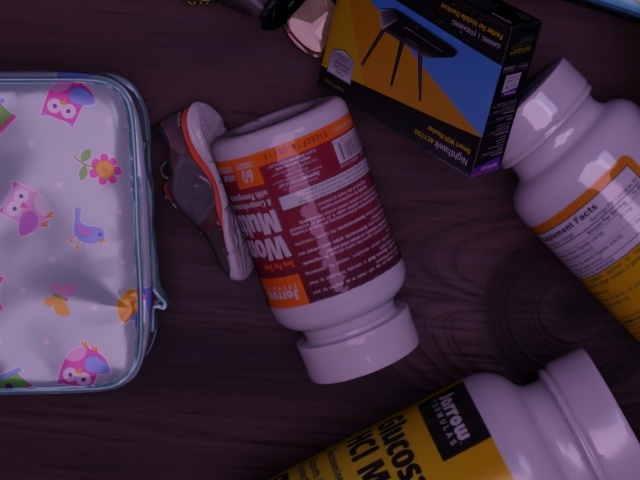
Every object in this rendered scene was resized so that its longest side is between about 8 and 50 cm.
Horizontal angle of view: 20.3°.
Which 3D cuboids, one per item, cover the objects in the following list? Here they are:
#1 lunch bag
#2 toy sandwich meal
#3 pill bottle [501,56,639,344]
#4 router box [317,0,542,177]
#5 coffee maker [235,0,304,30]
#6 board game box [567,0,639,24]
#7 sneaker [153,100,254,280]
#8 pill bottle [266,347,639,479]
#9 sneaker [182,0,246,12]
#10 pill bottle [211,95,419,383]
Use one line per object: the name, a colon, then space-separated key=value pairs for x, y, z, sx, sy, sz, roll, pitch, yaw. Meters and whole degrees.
lunch bag: x=-0.240 y=-0.004 z=1.497 sx=0.224 sy=0.108 sz=0.279 roll=-2 pitch=97 yaw=-4
toy sandwich meal: x=0.006 y=-0.199 z=1.517 sx=0.085 sy=0.029 sz=0.086 roll=0 pitch=97 yaw=-1
pill bottle: x=0.249 y=-0.031 z=1.489 sx=0.136 sy=0.136 sz=0.246 roll=-44 pitch=95 yaw=4
router box: x=0.085 y=-0.150 z=1.448 sx=0.179 sy=0.046 sz=0.133 roll=34 pitch=124 yaw=34
coffee maker: x=-0.056 y=-0.288 z=1.463 sx=0.178 sy=0.120 sz=0.171 roll=41 pitch=69 yaw=3
board game box: x=0.261 y=-0.316 z=1.484 sx=0.336 sy=0.079 sz=0.254 roll=18 pitch=95 yaw=-3
sneaker: x=-0.100 y=-0.039 z=1.531 sx=0.064 sy=0.061 sz=0.158 roll=-13 pitch=97 yaw=28
pill bottle: x=0.104 y=0.227 z=1.490 sx=0.334 sy=0.188 sz=0.188 roll=-28 pitch=96 yaw=2
sneaker: x=-0.099 y=-0.213 z=1.517 sx=0.083 sy=0.031 sz=0.035 roll=31 pitch=109 yaw=0
pill bottle: x=0.000 y=0.000 z=1.493 sx=0.121 sy=0.121 sz=0.221 roll=-20 pitch=100 yaw=1
